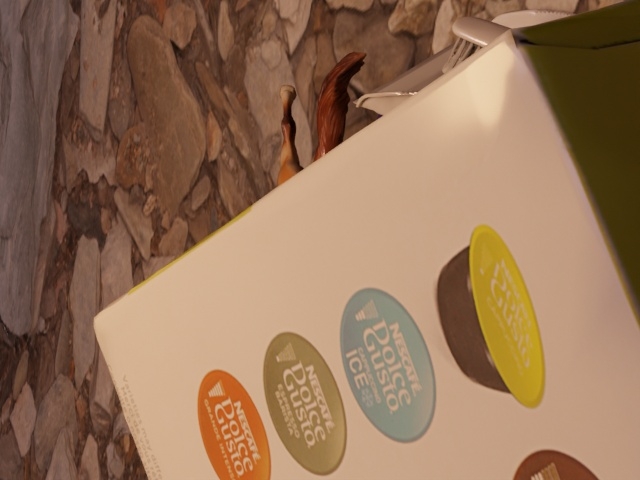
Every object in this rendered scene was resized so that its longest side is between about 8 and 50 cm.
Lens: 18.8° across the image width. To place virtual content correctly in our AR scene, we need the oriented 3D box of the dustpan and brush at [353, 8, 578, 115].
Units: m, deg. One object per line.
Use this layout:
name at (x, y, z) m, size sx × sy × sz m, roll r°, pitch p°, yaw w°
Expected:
dustpan and brush at (0.141, -0.103, 1.155) m, size 0.211 × 0.147 × 0.060 m, roll 22°, pitch 129°, yaw 33°

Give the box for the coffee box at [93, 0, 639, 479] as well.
coffee box at (0.172, 0.095, 0.714) m, size 0.334 × 0.338 × 0.338 m, roll -31°, pitch 79°, yaw 58°

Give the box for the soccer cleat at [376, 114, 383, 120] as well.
soccer cleat at (0.105, -0.047, 1.213) m, size 0.289 × 0.093 × 0.121 m, roll 5°, pitch 87°, yaw 62°

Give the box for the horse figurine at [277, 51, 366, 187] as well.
horse figurine at (0.000, 0.000, 1.389) m, size 0.174 × 0.066 × 0.263 m, roll -98°, pitch 8°, yaw -55°
